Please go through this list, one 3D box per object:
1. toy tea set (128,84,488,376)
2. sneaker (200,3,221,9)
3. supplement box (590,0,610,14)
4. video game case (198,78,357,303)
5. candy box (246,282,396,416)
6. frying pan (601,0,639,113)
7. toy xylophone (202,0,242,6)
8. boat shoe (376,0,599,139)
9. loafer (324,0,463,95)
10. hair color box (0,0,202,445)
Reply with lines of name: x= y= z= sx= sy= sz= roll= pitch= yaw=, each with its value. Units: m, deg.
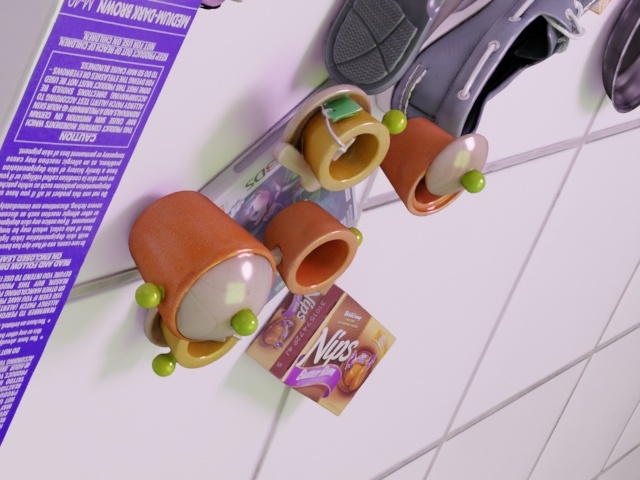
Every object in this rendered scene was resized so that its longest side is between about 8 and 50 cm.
toy tea set: x=0.000 y=0.000 z=1.066 sx=0.336 sy=0.124 sz=0.200 roll=-35 pitch=148 yaw=-9
sneaker: x=-0.010 y=-0.274 z=0.839 sx=0.302 sy=0.108 sz=0.121 roll=-45 pitch=154 yaw=-2
supplement box: x=0.295 y=-0.292 z=1.397 sx=0.062 sy=0.036 sz=0.098 roll=-50 pitch=153 yaw=-11
video game case: x=-0.034 y=-0.026 z=1.173 sx=0.173 sy=0.022 sz=0.190 roll=-43 pitch=152 yaw=-23
candy box: x=0.005 y=0.107 z=1.362 sx=0.109 sy=0.053 sz=0.187 roll=-53 pitch=155 yaw=-4
frying pan: x=0.436 y=-0.301 z=1.611 sx=0.326 sy=0.053 sz=0.197 roll=-57 pitch=154 yaw=-1
toy xylophone: x=-0.029 y=-0.273 z=0.666 sx=0.081 sy=0.236 sz=0.323 roll=14 pitch=107 yaw=-51
boat shoe: x=0.197 y=-0.193 z=1.258 sx=0.319 sy=0.099 sz=0.116 roll=-36 pitch=147 yaw=-23
loafer: x=0.097 y=-0.237 z=1.094 sx=0.267 sy=0.096 sz=0.084 roll=-52 pitch=174 yaw=10
hair color box: x=-0.212 y=-0.034 z=0.679 sx=0.110 sy=0.185 sz=0.339 roll=-1 pitch=122 yaw=-61
